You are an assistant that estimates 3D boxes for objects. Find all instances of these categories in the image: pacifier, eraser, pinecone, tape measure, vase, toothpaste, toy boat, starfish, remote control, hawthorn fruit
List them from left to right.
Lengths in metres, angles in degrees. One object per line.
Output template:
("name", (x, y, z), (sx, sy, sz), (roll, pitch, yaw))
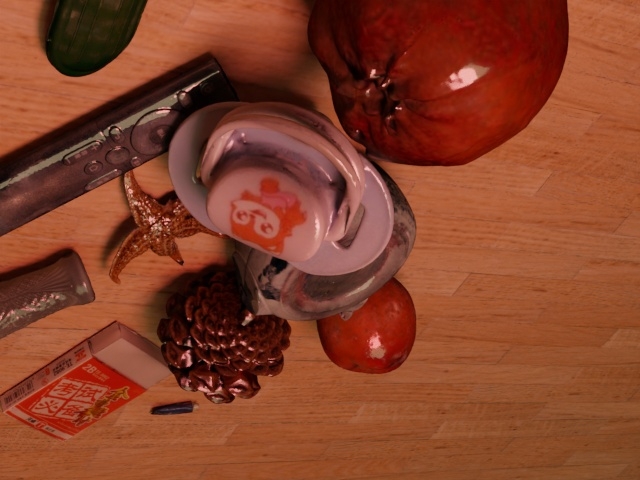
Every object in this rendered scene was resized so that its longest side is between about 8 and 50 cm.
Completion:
("vase", (-0.421, 0.088, 1.699), (0.219, 0.096, 0.096), (-22, 145, -10))
("eraser", (-0.363, 0.225, 1.950), (0.230, 0.038, 0.157), (-32, 144, 10))
("remote control", (-0.280, -0.111, 1.571), (0.377, 0.044, 0.107), (-26, 151, 1))
("toy boat", (-0.248, -0.261, 1.395), (0.104, 0.052, 0.210), (-2, 140, -33))
("starfish", (-0.220, -0.023, 1.708), (0.213, 0.057, 0.238), (-36, 145, 1))
("toothpaste", (-0.246, 0.286, 2.115), (0.083, 0.019, 0.027), (-5, 163, -25))
("pinecone", (-0.150, 0.151, 1.863), (0.207, 0.208, 0.208), (-17, 144, -13))
("pacifier", (-0.035, -0.097, 1.580), (0.299, 0.233, 0.244), (24, 127, 0))
("tape measure", (0.000, 0.000, 1.786), (0.256, 0.147, 0.275), (0, 136, -43))
("hawthorn fruit", (0.076, 0.135, 1.991), (0.173, 0.173, 0.173), (-17, 144, -13))
("hawthorn fruit", (0.145, -0.247, 1.474), (0.308, 0.325, 0.308), (12, 133, 14))
